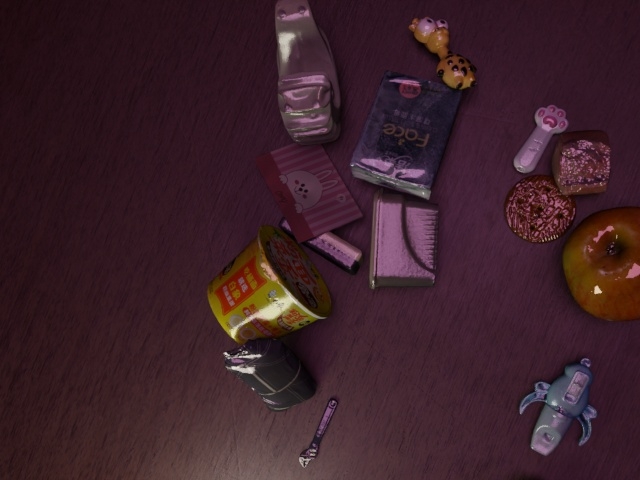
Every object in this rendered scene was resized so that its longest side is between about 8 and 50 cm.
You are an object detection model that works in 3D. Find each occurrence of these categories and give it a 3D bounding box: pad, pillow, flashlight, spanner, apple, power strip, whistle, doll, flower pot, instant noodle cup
[{"bbox_3d":[-0.036,-0.149,1.889,0.202,0.005,0.299,-23,67,-13],"label":"pad"},{"bbox_3d":[-0.129,0.353,1.792,0.162,0.335,0.092,-32,45,1],"label":"pillow"},{"bbox_3d":[0.590,-0.273,1.830,0.093,0.047,0.200,33,91,11],"label":"flashlight"},{"bbox_3d":[-0.005,0.536,1.887,0.046,0.012,0.208,24,90,12],"label":"spanner"},{"bbox_3d":[0.747,0.057,1.661,0.302,0.301,0.301,-1,85,10],"label":"apple"},{"bbox_3d":[0.000,0.000,1.883,0.257,0.105,0.070,31,83,11],"label":"power strip"},{"bbox_3d":[0.625,0.425,1.744,0.186,0.093,0.274,28,94,11],"label":"whistle"},{"bbox_3d":[0.337,-0.517,1.848,0.117,0.086,0.291,-8,57,-23],"label":"doll"},{"bbox_3d":[-0.039,-0.457,1.859,0.165,0.254,0.367,-8,82,9],"label":"flower pot"},{"bbox_3d":[-0.146,0.139,1.816,0.221,0.311,0.311,-37,80,15],"label":"instant noodle cup"}]

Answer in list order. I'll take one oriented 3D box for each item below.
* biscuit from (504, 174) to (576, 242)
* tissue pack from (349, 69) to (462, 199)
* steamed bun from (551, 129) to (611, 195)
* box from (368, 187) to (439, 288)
[{"bbox_3d":[0.592,-0.087,1.824,0.188,0.027,0.187,-1,84,11],"label":"biscuit"},{"bbox_3d":[0.234,-0.289,1.840,0.228,0.103,0.315,17,73,11],"label":"tissue pack"},{"bbox_3d":[0.683,-0.206,1.771,0.145,0.106,0.175,0,81,5],"label":"steamed bun"},{"bbox_3d":[0.225,0.000,1.839,0.178,0.138,0.274,4,87,3],"label":"box"}]
